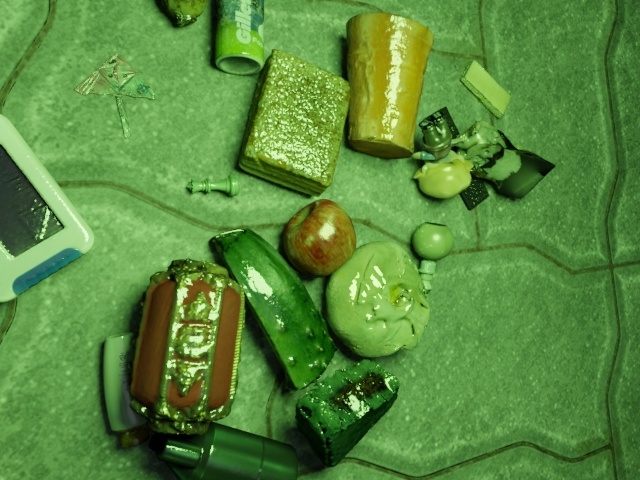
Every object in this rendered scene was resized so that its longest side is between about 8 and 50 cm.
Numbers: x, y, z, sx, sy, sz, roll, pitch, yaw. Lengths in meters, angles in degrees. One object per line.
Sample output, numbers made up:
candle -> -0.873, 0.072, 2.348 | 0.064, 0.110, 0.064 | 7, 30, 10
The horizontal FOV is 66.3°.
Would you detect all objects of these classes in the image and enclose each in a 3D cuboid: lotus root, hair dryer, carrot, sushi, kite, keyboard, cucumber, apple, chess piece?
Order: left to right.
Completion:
kite -> -0.360, -0.257, 0.868 | 0.137, 0.005, 0.152 | -1, 86, -23
lotus root -> -0.253, -0.480, 0.897 | 0.089, 0.080, 0.179 | -1, 85, -26
hair dryer -> -0.204, 0.467, 0.835 | 0.244, 0.116, 0.302 | 24, 83, -19
chess piece -> -0.201, -0.102, 0.915 | 0.093, 0.042, 0.042 | -4, 87, -19
cucumber -> -0.080, 0.112, 0.921 | 0.145, 0.105, 0.325 | -32, 97, -24
apple -> 0.000, 0.000, 0.947 | 0.146, 0.146, 0.131 | -45, 110, -22
carrot -> 0.124, -0.313, 1.026 | 0.196, 0.196, 0.254 | 9, 91, -25
keyboard -> 0.331, -0.198, 1.190 | 0.087, 0.017, 0.250 | -33, 100, -26
sushi -> 0.407, -0.215, 1.174 | 0.273, 0.134, 0.109 | 19, 52, -13

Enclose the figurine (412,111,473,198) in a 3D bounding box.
figurine -> 0.260, -0.181, 1.083 | 0.114, 0.108, 0.196 | -39, 123, -16

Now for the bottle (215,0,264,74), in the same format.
bottle -> -0.154, -0.494, 0.939 | 0.093, 0.093, 0.330 | 2, 85, -26

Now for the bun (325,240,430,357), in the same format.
bun -> 0.125, 0.123, 0.993 | 0.239, 0.141, 0.239 | 4, 82, -28

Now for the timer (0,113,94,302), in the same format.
timer -> -0.491, -0.048, 0.748 | 0.178, 0.078, 0.253 | -37, 103, -26

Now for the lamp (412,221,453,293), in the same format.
lamp -> 0.244, 0.043, 1.096 | 0.091, 0.091, 0.163 | 5, 97, -25

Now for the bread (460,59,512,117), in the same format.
bread -> 0.419, -0.383, 1.242 | 0.154, 0.028, 0.068 | 36, 71, -18

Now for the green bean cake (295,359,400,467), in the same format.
green bean cake -> 0.054, 0.301, 0.918 | 0.208, 0.193, 0.107 | -33, 55, -24

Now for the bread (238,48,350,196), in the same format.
bread -> -0.048, -0.225, 0.962 | 0.184, 0.110, 0.234 | 18, 76, -20

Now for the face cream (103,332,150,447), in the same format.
face cream -> -0.321, 0.247, 0.817 | 0.072, 0.051, 0.182 | -9, 88, -29

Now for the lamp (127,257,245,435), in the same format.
lamp -> -0.215, 0.170, 0.800 | 0.177, 0.177, 0.274 | 11, 71, -25
